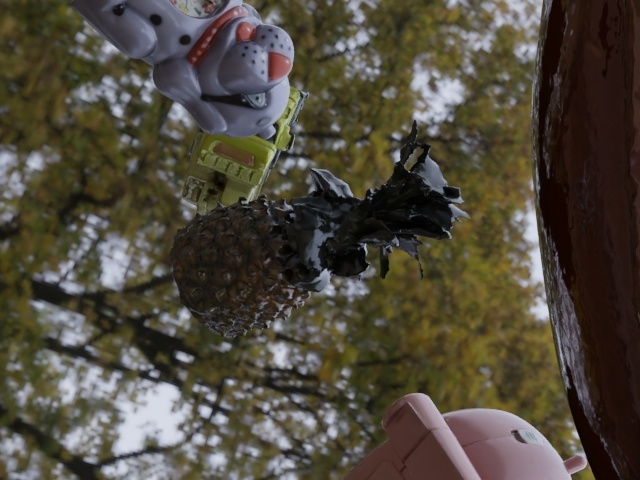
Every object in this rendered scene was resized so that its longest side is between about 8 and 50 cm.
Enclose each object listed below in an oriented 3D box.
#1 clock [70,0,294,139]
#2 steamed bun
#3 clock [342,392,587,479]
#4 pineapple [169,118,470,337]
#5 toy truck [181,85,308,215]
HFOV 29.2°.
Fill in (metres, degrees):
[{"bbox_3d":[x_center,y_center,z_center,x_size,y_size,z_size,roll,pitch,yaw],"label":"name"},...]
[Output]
[{"bbox_3d":[-0.125,-0.218,1.354,0.189,0.254,0.189,-36,-170,8],"label":"clock"},{"bbox_3d":[0.248,-0.030,0.740,0.235,0.248,0.379,-5,-87,2],"label":"steamed bun"},{"bbox_3d":[0.118,0.255,1.044,0.227,0.241,0.142,-53,-131,22],"label":"clock"},{"bbox_3d":[0.000,0.000,0.988,0.251,0.125,0.125,-22,-126,26],"label":"pineapple"},{"bbox_3d":[-0.117,-0.109,1.643,0.272,0.124,0.157,124,-15,-64],"label":"toy truck"}]
